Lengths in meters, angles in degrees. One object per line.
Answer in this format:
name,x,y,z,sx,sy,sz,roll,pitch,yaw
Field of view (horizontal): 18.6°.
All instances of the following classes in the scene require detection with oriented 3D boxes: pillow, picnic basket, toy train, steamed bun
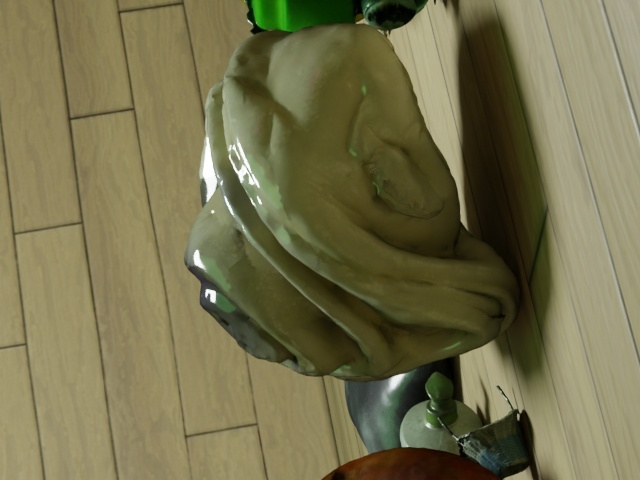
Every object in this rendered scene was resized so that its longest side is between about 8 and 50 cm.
pillow,0.086,0.166,2.184,0.250,0.106,0.186,-125,43,-73
picnic basket,0.150,0.173,1.740,0.083,0.065,0.083,60,170,26
toy train,0.008,-0.298,1.804,0.132,0.188,0.243,87,172,-61
steamed bun,0.000,0.000,1.719,0.347,0.237,0.394,55,171,38

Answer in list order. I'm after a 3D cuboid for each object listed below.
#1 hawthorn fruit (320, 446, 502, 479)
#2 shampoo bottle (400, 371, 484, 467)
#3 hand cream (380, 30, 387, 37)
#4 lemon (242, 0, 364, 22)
hawthorn fruit,0.086,0.330,1.718,0.298,0.277,0.277,39,-145,-58
shampoo bottle,0.127,0.243,1.976,0.118,0.087,0.234,-101,5,-60
hand cream,0.069,-0.248,2.155,0.102,0.022,0.035,86,170,-85
lemon,-0.017,-0.302,1.998,0.248,0.184,0.184,5,-105,-67
